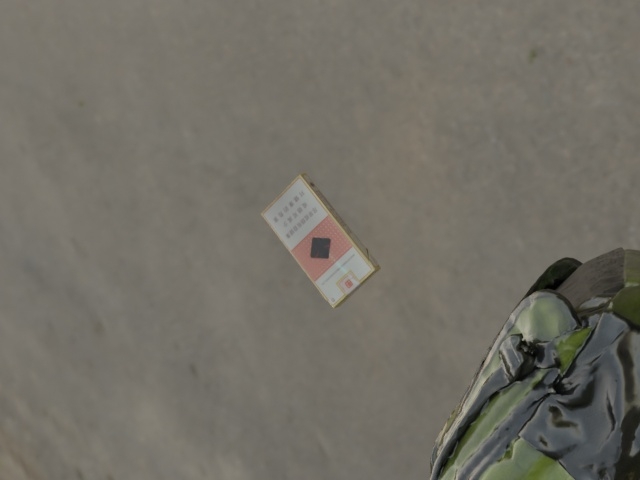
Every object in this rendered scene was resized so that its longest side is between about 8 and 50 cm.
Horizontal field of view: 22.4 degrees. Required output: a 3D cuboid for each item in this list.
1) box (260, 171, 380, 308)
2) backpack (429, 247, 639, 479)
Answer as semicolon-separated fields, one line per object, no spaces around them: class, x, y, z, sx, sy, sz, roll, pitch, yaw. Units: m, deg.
box;0.000;0.000;1.091;0.046;0.012;0.083;-44;80;31
backpack;0.148;0.120;1.004;0.140;0.253;0.207;36;-170;5
